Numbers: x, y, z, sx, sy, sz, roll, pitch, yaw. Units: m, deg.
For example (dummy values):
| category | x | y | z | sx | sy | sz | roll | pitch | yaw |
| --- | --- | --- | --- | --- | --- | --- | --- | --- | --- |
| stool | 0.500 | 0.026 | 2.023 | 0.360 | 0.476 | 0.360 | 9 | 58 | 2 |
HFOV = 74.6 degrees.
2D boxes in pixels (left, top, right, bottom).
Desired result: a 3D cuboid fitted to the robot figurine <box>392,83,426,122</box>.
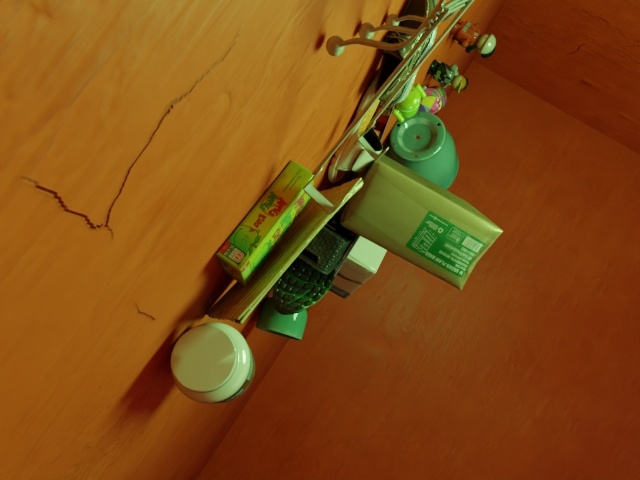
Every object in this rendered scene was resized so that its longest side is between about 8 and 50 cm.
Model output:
| category | x | y | z | sx | sy | sz | roll | pitch | yaw |
| --- | --- | --- | --- | --- | --- | --- | --- | --- | --- |
| robot figurine | 0.230 | -0.368 | 1.117 | 0.101 | 0.067 | 0.115 | -45 | 174 | 5 |

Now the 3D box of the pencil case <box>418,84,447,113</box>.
| category | x | y | z | sx | sy | sz | roll | pitch | yaw |
| --- | --- | --- | --- | --- | --- | --- | --- | --- | --- |
| pencil case | 0.406 | -0.518 | 1.552 | 0.105 | 0.104 | 0.236 | -61 | 170 | 28 |

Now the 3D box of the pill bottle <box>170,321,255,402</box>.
| category | x | y | z | sx | sy | sz | roll | pitch | yaw |
| --- | --- | --- | --- | --- | --- | --- | --- | --- | --- |
| pill bottle | -0.172 | 0.202 | 0.686 | 0.121 | 0.121 | 0.216 | -54 | 172 | -20 |

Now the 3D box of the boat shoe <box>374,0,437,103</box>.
| category | x | y | z | sx | sy | sz | roll | pitch | yaw |
| --- | --- | --- | --- | --- | --- | --- | --- | --- | --- |
| boat shoe | 0.141 | -0.322 | 0.711 | 0.066 | 0.066 | 0.183 | -20 | 134 | -44 |

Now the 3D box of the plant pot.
| category | x | y | z | sx | sy | sz | roll | pitch | yaw |
| --- | --- | --- | --- | --- | --- | --- | --- | --- | --- |
| plant pot | 0.351 | -0.316 | 1.498 | 0.272 | 0.271 | 0.255 | -56 | 158 | -3 |

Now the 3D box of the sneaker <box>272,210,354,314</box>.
| category | x | y | z | sx | sy | sz | roll | pitch | yaw |
| --- | --- | --- | --- | --- | --- | --- | --- | --- | --- |
| sneaker | -0.016 | 0.074 | 1.141 | 0.344 | 0.134 | 0.146 | -52 | 172 | -38 |

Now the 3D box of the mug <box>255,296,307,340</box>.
| category | x | y | z | sx | sy | sz | roll | pitch | yaw |
| --- | --- | --- | --- | --- | --- | --- | --- | --- | --- |
| mug | -0.114 | 0.205 | 1.150 | 0.129 | 0.157 | 0.098 | 54 | 49 | -64 |

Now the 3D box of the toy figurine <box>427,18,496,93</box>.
| category | x | y | z | sx | sy | sz | roll | pitch | yaw |
| --- | --- | --- | --- | --- | --- | --- | --- | --- | --- |
| toy figurine | 0.474 | -0.604 | 1.401 | 0.210 | 0.148 | 0.213 | -60 | 173 | 24 |

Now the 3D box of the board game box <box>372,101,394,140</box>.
| category | x | y | z | sx | sy | sz | roll | pitch | yaw |
| --- | --- | --- | --- | --- | --- | --- | --- | --- | --- |
| board game box | 0.140 | -0.291 | 0.967 | 0.169 | 0.033 | 0.133 | 109 | -1 | -45 |

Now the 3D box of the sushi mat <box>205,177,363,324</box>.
| category | x | y | z | sx | sy | sz | roll | pitch | yaw |
| --- | --- | --- | --- | --- | --- | --- | --- | --- | --- |
| sushi mat | -0.059 | 0.013 | 0.701 | 0.317 | 0.019 | 0.151 | -50 | -159 | -24 |

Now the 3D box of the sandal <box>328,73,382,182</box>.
| category | x | y | z | sx | sy | sz | roll | pitch | yaw |
| --- | --- | --- | --- | --- | --- | --- | --- | --- | --- |
| sandal | 0.094 | -0.210 | 0.855 | 0.102 | 0.076 | 0.265 | -48 | 169 | -49 |

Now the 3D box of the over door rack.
| category | x | y | z | sx | sy | sz | roll | pitch | yaw |
| --- | --- | --- | --- | --- | --- | --- | --- | --- | --- |
| over door rack | 0.081 | -0.223 | 0.580 | 0.239 | 0.108 | 0.324 | -50 | 171 | -48 |

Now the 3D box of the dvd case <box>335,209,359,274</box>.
| category | x | y | z | sx | sy | sz | roll | pitch | yaw |
| --- | --- | --- | --- | --- | --- | --- | --- | --- | --- |
| dvd case | 0.033 | 0.026 | 1.312 | 0.239 | 0.029 | 0.179 | -57 | -153 | 7 |

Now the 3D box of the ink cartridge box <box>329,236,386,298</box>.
| category | x | y | z | sx | sy | sz | roll | pitch | yaw |
| --- | --- | --- | --- | --- | --- | --- | --- | --- | --- |
| ink cartridge box | 0.155 | 0.049 | 1.804 | 0.286 | 0.166 | 0.395 | -60 | -179 | -26 |

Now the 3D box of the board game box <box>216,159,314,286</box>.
| category | x | y | z | sx | sy | sz | roll | pitch | yaw |
| --- | --- | --- | --- | --- | --- | --- | --- | --- | --- |
| board game box | -0.079 | -0.025 | 0.635 | 0.181 | 0.043 | 0.092 | -54 | 172 | -19 |

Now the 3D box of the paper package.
| category | x | y | z | sx | sy | sz | roll | pitch | yaw |
| --- | --- | --- | --- | --- | --- | --- | --- | --- | --- |
| paper package | 0.217 | -0.069 | 1.026 | 0.168 | 0.324 | 0.309 | -59 | -172 | 17 |

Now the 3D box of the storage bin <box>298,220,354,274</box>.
| category | x | y | z | sx | sy | sz | roll | pitch | yaw |
| --- | --- | --- | --- | --- | --- | --- | --- | --- | --- |
| storage bin | 0.000 | 0.000 | 0.956 | 0.084 | 0.122 | 0.180 | -58 | 173 | 10 |
